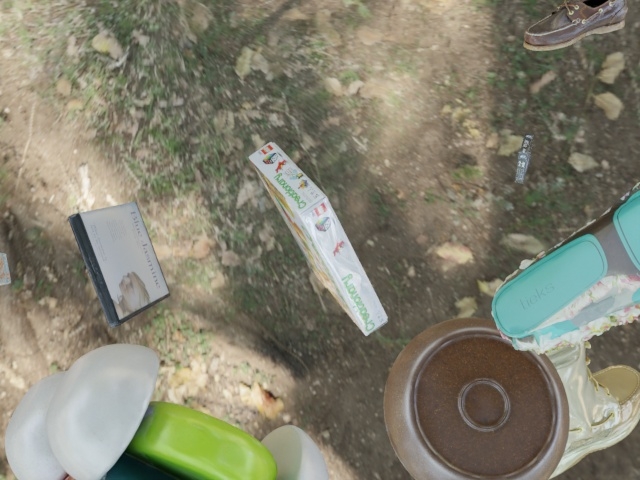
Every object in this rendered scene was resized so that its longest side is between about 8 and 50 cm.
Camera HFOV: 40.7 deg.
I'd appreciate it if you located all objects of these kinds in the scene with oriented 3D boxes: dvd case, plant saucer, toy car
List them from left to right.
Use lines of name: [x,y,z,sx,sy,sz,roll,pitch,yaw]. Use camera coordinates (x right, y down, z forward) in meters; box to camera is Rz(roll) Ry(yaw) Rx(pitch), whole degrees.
dvd case: [-0.320,0.032,1.407,0.022,0.253,0.180,-20,94,9]
toy car: [-0.098,0.151,0.481,0.159,0.182,0.136,34,56,-22]
plant saucer: [0.141,0.146,0.755,0.168,0.029,0.169,2,70,-6]

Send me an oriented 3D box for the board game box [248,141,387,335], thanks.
board game box: [0.000,0.000,1.413,0.053,0.193,0.305,-35,132,-7]

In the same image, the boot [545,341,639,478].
boot: [0.324,0.165,1.096,0.262,0.095,0.204,-20,115,-30]

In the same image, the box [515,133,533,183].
box: [0.429,-0.173,1.822,0.018,0.067,0.083,13,137,17]

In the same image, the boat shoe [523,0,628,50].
boat shoe: [0.442,-0.389,1.502,0.207,0.073,0.073,-22,131,-18]

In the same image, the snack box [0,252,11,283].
snack box: [-0.608,0.061,1.363,0.187,0.322,0.060,-10,90,-13]

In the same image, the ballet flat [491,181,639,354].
ballet flat: [0.231,0.014,0.626,0.077,0.091,0.241,12,149,-42]
